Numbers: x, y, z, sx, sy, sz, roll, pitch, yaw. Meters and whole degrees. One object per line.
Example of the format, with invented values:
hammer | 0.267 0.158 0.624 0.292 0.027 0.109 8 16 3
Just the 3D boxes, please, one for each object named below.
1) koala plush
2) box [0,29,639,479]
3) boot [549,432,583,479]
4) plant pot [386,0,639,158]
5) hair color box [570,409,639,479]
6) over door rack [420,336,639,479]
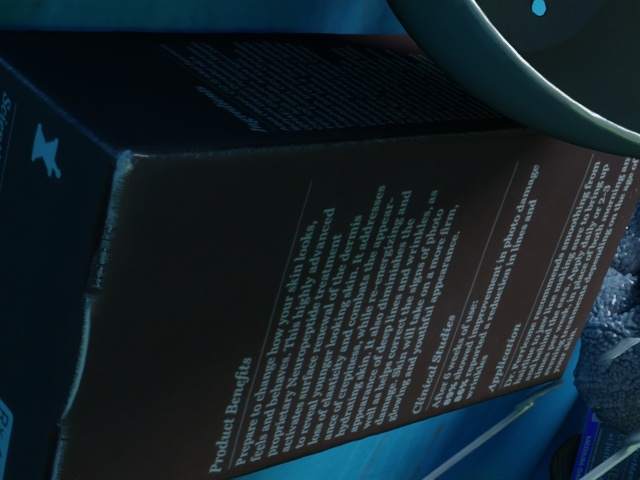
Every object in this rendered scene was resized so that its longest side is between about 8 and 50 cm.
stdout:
koala plush | 0.320 0.066 0.897 0.203 0.221 0.196 -42 107 -24
box | 0.000 0.000 0.644 0.381 0.143 0.191 -9 125 -44
boot | 0.290 0.292 1.200 0.305 0.115 0.112 46 52 -34
plant pot | 0.129 -0.169 0.568 0.284 0.191 0.284 1 88 -19
hair color box | 0.386 0.250 1.116 0.339 0.110 0.185 27 73 -30
over door rack | 0.102 0.207 0.833 0.324 0.108 0.239 -46 -175 -8
